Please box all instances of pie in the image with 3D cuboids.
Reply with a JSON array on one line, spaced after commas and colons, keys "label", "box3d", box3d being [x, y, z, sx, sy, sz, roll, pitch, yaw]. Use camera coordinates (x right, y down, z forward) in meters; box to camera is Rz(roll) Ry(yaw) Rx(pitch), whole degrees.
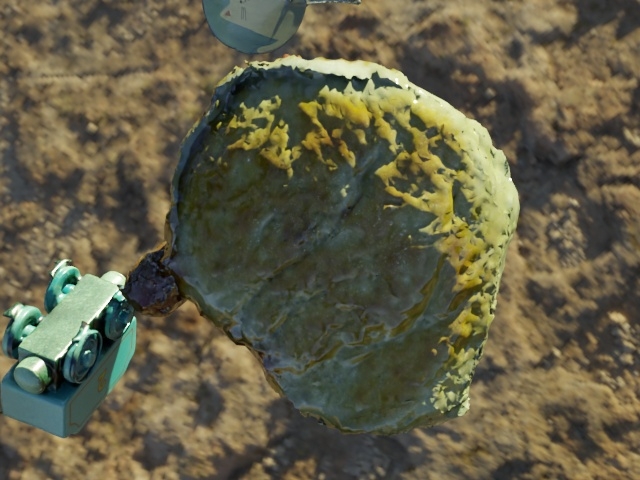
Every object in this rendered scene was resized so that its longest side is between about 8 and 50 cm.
[{"label": "pie", "box3d": [0.025, -0.001, 1.400, 0.418, 0.180, 0.395, 26, 99, 12]}]

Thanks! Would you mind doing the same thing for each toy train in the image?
[{"label": "toy train", "box3d": [-0.299, 0.132, 1.487, 0.112, 0.163, 0.203, 20, 39, 15]}]

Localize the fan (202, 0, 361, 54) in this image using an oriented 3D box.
[{"label": "fan", "box3d": [-0.037, -0.247, 1.267, 0.005, 0.175, 0.113, -150, 60, -63]}]
